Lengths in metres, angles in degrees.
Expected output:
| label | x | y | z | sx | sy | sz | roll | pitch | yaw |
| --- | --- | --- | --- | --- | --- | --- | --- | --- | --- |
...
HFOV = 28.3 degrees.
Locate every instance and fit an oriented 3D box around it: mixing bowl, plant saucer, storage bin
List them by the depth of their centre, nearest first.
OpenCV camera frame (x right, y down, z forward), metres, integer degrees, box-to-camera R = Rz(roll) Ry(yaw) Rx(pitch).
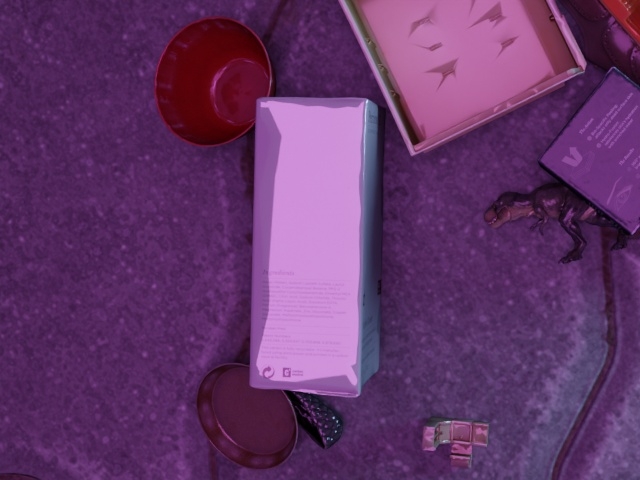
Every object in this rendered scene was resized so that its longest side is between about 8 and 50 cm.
| label | x | y | z | sx | sy | sz | roll | pitch | yaw |
| --- | --- | --- | --- | --- | --- | --- | --- | --- | --- |
| storage bin | 0.191 | -0.287 | 1.719 | 0.260 | 0.123 | 0.262 | -26 | 88 | 10 |
| mixing bowl | -0.131 | -0.216 | 1.782 | 0.181 | 0.098 | 0.181 | -1 | 88 | 23 |
| plant saucer | -0.101 | 0.248 | 1.815 | 0.168 | 0.029 | 0.168 | 11 | 114 | 26 |

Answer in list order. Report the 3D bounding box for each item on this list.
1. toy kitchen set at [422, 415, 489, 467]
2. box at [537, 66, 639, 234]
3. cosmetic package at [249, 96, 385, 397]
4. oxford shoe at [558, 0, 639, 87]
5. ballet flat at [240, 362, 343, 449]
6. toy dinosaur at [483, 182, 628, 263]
| label | x | y | z | sx | sy | sz | roll | pitch | yaw |
| --- | --- | --- | --- | --- | --- | --- | --- | --- | --- |
| toy kitchen set | 0.188 | 0.289 | 1.767 | 0.083 | 0.075 | 0.068 | 4 | 94 | 14 |
| box | 0.393 | -0.114 | 1.658 | 0.158 | 0.093 | 0.156 | 40 | 96 | 9 |
| cosmetic package | 0.000 | 0.000 | 1.720 | 0.156 | 0.217 | 0.385 | 3 | 95 | 9 |
| oxford shoe | 0.422 | -0.252 | 1.711 | 0.098 | 0.097 | 0.271 | -30 | 95 | 44 |
| ballet flat | -0.043 | 0.232 | 1.813 | 0.173 | 0.049 | 0.057 | 34 | 134 | 6 |
| toy dinosaur | 0.362 | -0.037 | 1.733 | 0.268 | 0.064 | 0.118 | -16 | 83 | 7 |
